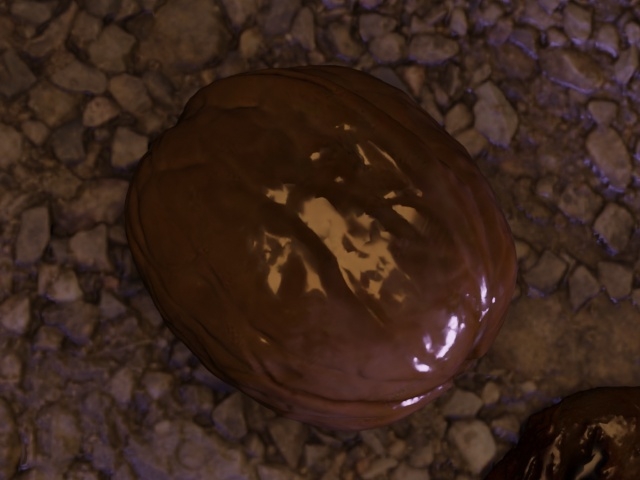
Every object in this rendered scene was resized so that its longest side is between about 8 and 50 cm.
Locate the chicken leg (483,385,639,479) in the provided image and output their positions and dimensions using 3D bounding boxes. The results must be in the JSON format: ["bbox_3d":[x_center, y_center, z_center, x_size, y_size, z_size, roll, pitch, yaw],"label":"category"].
[{"bbox_3d":[0.246,0.220,1.505,0.177,0.083,0.322,42,82,-12],"label":"chicken leg"}]

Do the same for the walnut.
[{"bbox_3d":[0.001,-0.001,1.394,0.277,0.252,0.313,-43,83,-10],"label":"walnut"}]
